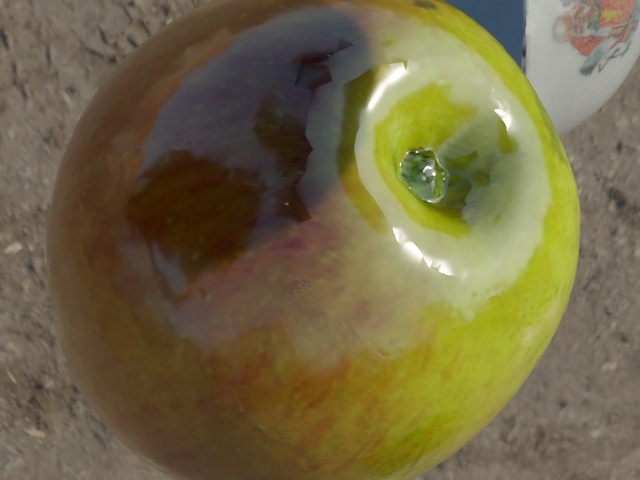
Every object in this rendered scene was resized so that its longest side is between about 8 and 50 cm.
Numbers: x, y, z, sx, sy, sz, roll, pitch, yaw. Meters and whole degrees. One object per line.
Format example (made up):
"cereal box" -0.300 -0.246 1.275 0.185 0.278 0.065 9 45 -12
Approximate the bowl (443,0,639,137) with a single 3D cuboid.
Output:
"bowl" 0.175 -0.219 0.881 0.157 0.345 0.346 -6 66 -6

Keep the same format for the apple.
"apple" 0.000 0.000 0.431 0.195 0.196 0.196 -1 66 2
